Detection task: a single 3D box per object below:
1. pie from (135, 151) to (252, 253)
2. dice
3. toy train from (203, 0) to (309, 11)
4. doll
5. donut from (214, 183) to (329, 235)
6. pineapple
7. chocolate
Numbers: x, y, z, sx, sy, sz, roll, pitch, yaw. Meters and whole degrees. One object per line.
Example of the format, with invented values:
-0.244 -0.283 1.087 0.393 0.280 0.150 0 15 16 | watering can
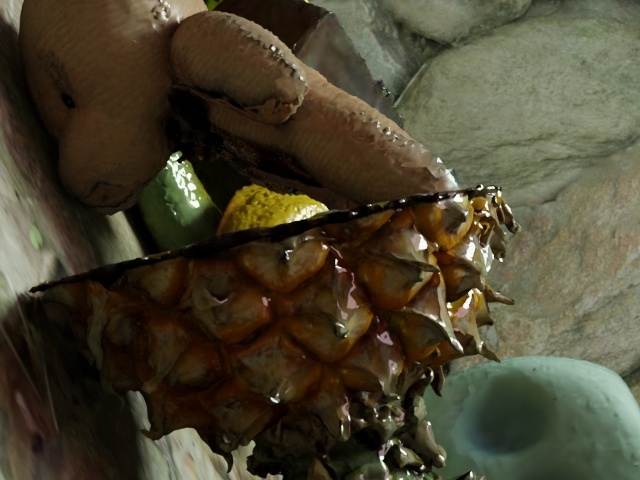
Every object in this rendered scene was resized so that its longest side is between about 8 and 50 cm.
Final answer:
-0.109 -0.071 1.319 0.323 0.070 0.323 62 8 -15 | pie
0.139 0.258 1.168 0.262 0.264 0.268 59 9 -46 | dice
-0.108 -0.227 1.476 0.161 0.100 0.296 58 -10 -24 | toy train
-0.062 -0.058 1.049 0.303 0.156 0.201 32 -14 14 | doll
-0.021 0.045 1.210 0.162 0.065 0.178 42 55 -52 | donut
0.005 0.128 0.889 0.262 0.262 0.272 15 62 -83 | pineapple
0.002 -0.065 1.345 0.112 0.112 0.321 29 -14 36 | chocolate
